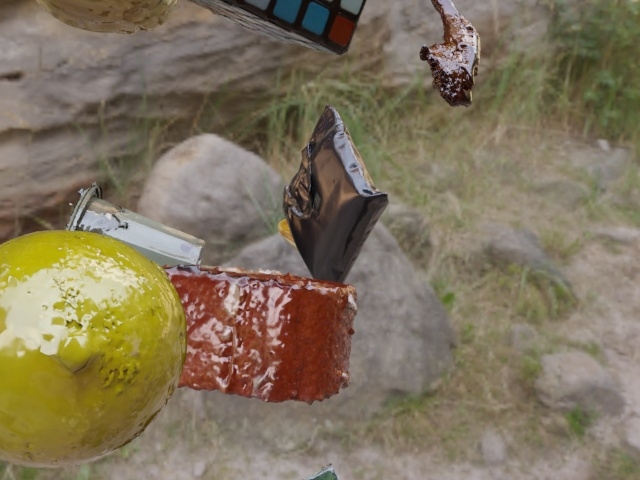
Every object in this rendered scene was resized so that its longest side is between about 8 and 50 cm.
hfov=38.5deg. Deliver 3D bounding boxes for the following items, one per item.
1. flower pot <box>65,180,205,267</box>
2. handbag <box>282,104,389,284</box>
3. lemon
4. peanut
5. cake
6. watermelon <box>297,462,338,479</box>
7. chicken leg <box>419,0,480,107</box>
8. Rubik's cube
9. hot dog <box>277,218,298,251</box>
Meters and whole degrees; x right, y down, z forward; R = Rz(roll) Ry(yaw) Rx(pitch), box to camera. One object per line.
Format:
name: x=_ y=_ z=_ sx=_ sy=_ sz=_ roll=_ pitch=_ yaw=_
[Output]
flower pot: x=-0.368 y=0.050 z=1.788 sx=0.259 sy=0.290 sz=0.290 roll=15 pitch=16 yaw=-3
handbag: x=0.014 y=-0.057 z=1.448 sx=0.088 sy=0.254 sz=0.211 roll=-8 pitch=52 yaw=-30
lemon: x=-0.184 y=0.077 z=0.667 sx=0.173 sy=0.174 sz=0.206 roll=7 pitch=4 yaw=3
peanut: x=-0.306 y=-0.338 z=1.045 sx=0.305 sy=0.147 sz=0.147 roll=32 pitch=11 yaw=-14
cake: x=-0.087 y=0.105 z=1.084 sx=0.282 sy=0.151 sz=0.177 roll=3 pitch=-6 yaw=21
watermelon: x=-0.080 y=0.448 z=1.317 sx=0.261 sy=0.213 sz=0.201 roll=-17 pitch=1 yaw=-6
chicken leg: x=0.164 y=-0.241 z=1.142 sx=0.093 sy=0.053 sz=0.205 roll=31 pitch=39 yaw=-19
Rubik's cube: x=-0.057 y=-0.312 z=0.925 sx=0.182 sy=0.184 sz=0.187 roll=16 pitch=9 yaw=-40
hot dog: x=0.000 y=0.000 z=1.913 sx=0.102 sy=0.076 sz=0.249 roll=-43 pitch=35 yaw=-15
